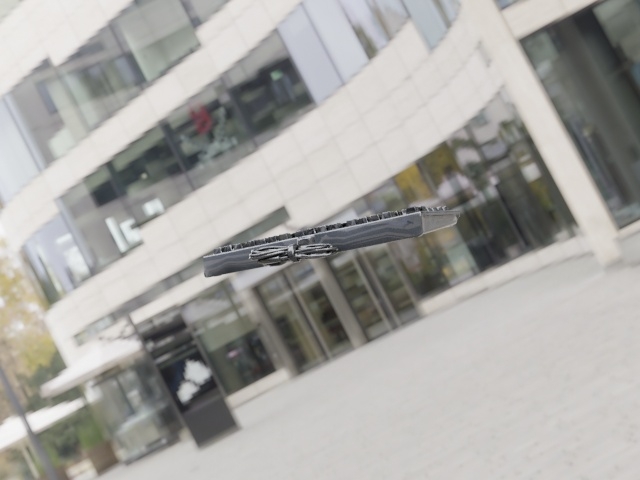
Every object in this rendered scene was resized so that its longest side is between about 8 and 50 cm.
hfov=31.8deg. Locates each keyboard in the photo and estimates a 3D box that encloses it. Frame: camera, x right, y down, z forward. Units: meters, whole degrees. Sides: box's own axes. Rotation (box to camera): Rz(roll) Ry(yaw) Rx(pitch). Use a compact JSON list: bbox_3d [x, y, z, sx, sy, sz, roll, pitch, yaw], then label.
[{"bbox_3d":[0.000,0.000,0.808,0.180,0.023,0.108,-12,2,29],"label":"keyboard"}]
